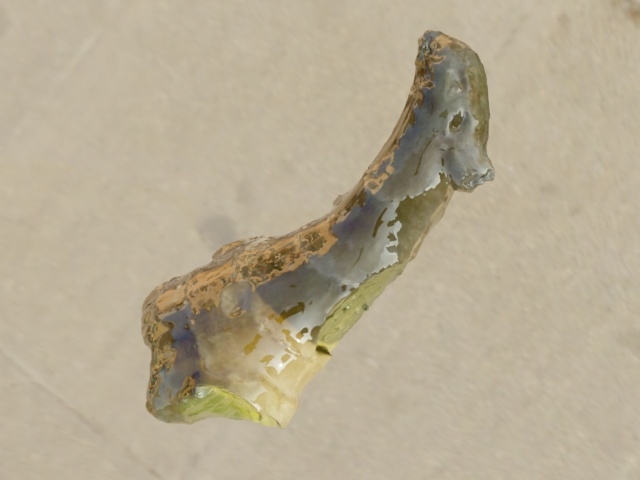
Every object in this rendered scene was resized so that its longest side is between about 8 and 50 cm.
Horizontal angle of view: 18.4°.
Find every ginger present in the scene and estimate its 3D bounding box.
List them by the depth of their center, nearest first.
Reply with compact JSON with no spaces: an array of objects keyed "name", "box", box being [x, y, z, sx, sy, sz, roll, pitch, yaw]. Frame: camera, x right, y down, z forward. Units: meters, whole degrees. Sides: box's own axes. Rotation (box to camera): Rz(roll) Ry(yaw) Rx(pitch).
[{"name":"ginger","box":[0.000,0.000,1.196,0.294,0.086,0.131,-49,47,8]}]
